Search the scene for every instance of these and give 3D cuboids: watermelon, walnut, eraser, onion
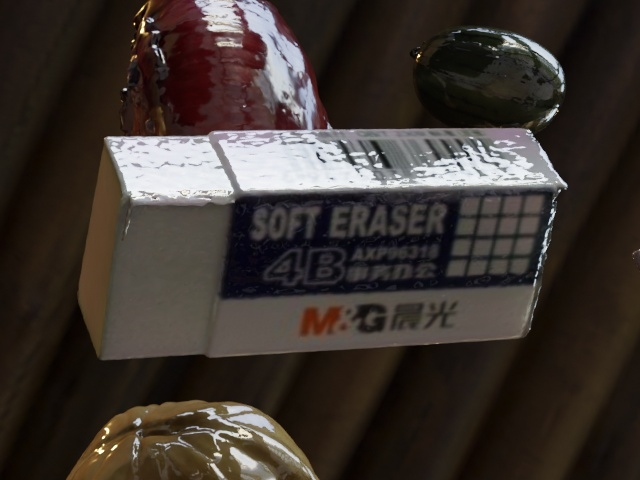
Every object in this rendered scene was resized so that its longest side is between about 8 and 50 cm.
[{"bbox_3d":[0.111,-0.107,1.185,0.110,0.078,0.078,13,-86,16],"label":"watermelon"},{"bbox_3d":[-0.088,0.244,1.308,0.225,0.225,0.261,-33,-62,-18],"label":"walnut"},{"bbox_3d":[0.000,0.000,1.089,0.287,0.086,0.130,-1,-56,-21],"label":"eraser"},{"bbox_3d":[-0.071,-0.070,1.239,0.161,0.248,0.248,-21,-71,-3],"label":"onion"}]

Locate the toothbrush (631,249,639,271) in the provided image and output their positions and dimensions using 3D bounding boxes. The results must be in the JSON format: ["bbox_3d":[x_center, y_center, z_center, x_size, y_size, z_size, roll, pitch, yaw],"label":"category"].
[{"bbox_3d":[0.139,0.046,0.640,0.006,0.008,0.097,-28,-89,4],"label":"toothbrush"}]
